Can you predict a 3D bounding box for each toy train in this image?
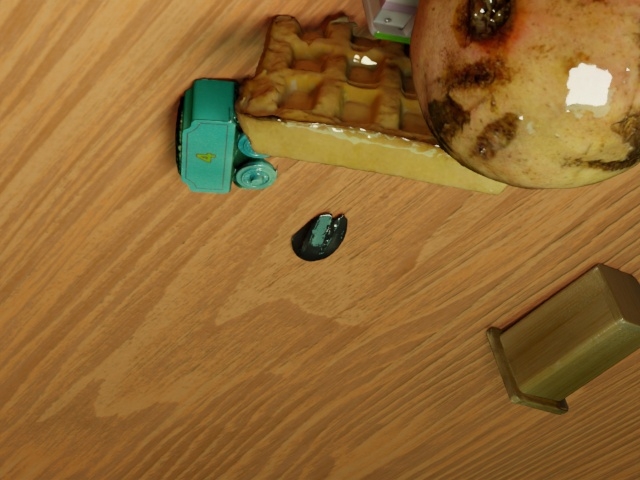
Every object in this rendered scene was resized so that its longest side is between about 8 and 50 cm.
[{"bbox_3d":[-0.135,-0.151,1.539,0.154,0.107,0.198,2,145,-7],"label":"toy train"}]

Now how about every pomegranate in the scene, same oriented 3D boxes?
[{"bbox_3d":[0.246,-0.206,1.093,0.322,0.322,0.322,-8,146,-5],"label":"pomegranate"}]

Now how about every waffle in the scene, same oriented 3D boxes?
[{"bbox_3d":[0.080,-0.181,1.329,0.348,0.304,0.078,10,127,0],"label":"waffle"}]

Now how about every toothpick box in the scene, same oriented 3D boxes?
[{"bbox_3d":[0.537,0.205,2.208,0.190,0.187,0.308,19,132,-37],"label":"toothpick box"}]

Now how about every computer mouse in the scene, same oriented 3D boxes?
[{"bbox_3d":[0.000,0.000,1.853,0.079,0.047,0.135,9,139,-29],"label":"computer mouse"}]

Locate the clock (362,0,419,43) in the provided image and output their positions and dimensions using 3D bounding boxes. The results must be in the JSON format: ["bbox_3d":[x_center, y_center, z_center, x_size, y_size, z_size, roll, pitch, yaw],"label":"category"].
[{"bbox_3d":[0.216,-0.378,1.257,0.235,0.166,0.309,5,150,-24],"label":"clock"}]
